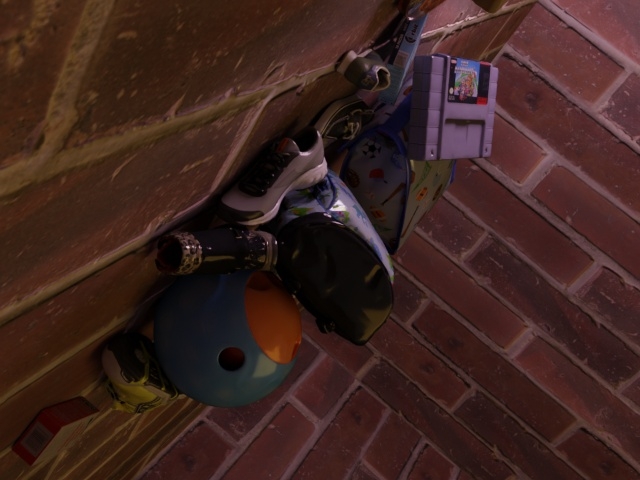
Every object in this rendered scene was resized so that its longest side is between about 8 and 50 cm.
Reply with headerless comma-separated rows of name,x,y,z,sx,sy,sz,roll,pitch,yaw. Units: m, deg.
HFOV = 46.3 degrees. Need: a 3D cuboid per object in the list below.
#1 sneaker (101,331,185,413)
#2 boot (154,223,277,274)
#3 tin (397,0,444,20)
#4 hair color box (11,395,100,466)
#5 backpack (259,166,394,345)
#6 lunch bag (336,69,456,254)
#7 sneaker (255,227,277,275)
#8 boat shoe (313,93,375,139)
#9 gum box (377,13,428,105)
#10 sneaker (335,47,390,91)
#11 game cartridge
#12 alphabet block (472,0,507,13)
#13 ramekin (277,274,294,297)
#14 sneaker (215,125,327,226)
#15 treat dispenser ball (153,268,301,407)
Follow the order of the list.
sneaker,-0.367,0.290,1.501,0.147,0.145,0.385,-29,161,-6
boot,-0.203,0.014,1.269,0.178,0.085,0.236,-1,-177,-37
tin,0.220,-0.483,1.390,0.189,0.040,0.106,-37,167,-13
hair color box,-0.489,0.352,1.394,0.093,0.053,0.167,-51,172,1
backpack,0.000,0.000,1.510,0.273,0.290,0.355,-45,-155,-9
lunch bag,0.198,-0.222,1.820,0.328,0.239,0.385,-51,162,-33
sneaker,-0.071,-0.011,1.809,0.262,0.125,0.104,-46,173,-28
boat shoe,0.053,-0.250,1.560,0.078,0.070,0.219,-55,171,36
gum box,0.172,-0.384,1.540,0.184,0.041,0.157,100,12,-78
sneaker,0.096,-0.315,1.420,0.064,0.086,0.192,-53,173,22
game cartridge,0.311,-0.299,1.704,0.355,0.068,0.230,-11,112,-54
alphabet block,0.264,-0.497,1.097,0.192,0.193,0.197,-45,172,-24
ramekin,-0.136,0.142,2.274,0.207,0.109,0.207,-49,173,-8
sneaker,-0.090,-0.118,1.340,0.271,0.100,0.108,-42,146,-37
treat dispenser ball,-0.178,0.178,1.454,0.288,0.288,0.288,-49,173,-8
